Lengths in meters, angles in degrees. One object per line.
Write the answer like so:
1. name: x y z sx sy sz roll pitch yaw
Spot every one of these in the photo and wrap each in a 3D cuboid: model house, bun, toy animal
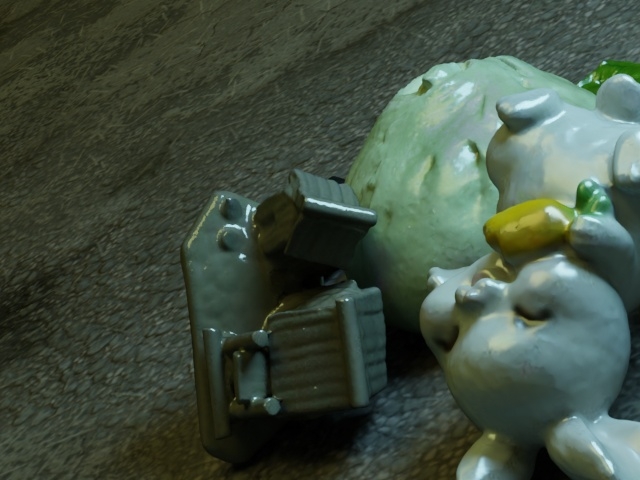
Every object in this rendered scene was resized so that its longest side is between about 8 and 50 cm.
1. model house: -0.019 0.059 1.585 0.122 0.229 0.188 1 -9 -30
2. bun: 0.125 -0.055 1.647 0.283 0.179 0.283 -25 27 14
3. toy animal: 0.170 0.049 1.391 0.208 0.154 0.325 -14 64 26

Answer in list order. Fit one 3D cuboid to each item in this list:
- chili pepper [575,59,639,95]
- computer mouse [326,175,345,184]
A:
1. chili pepper: 0.332 -0.126 1.657 0.085 0.076 0.359 -30 14 -22
2. computer mouse: 0.000 0.000 1.856 0.079 0.047 0.135 -18 36 55
